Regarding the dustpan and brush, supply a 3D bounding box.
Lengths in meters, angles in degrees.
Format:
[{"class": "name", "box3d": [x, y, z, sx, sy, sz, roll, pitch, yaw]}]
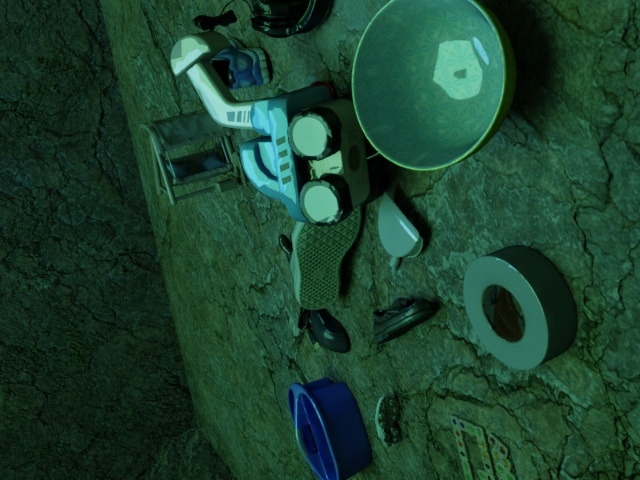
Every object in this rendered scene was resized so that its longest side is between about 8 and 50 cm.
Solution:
[{"class": "dustpan and brush", "box3d": [0.173, 0.004, 1.690, 0.147, 0.060, 0.211, 55, 145, 32]}]

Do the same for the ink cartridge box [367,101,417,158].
[{"class": "ink cartridge box", "box3d": [0.172, -0.219, 1.451, 0.209, 0.109, 0.062, -17, 92, 66]}]

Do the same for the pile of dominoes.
[{"class": "pile of dominoes", "box3d": [0.366, 0.532, 1.683, 0.196, 0.040, 0.251, 4, 112, 63]}]

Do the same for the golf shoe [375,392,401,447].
[{"class": "golf shoe", "box3d": [0.167, 0.470, 2.019, 0.086, 0.069, 0.176, -135, 36, -54]}]

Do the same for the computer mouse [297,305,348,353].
[{"class": "computer mouse", "box3d": [-0.009, 0.276, 2.238, 0.262, 0.060, 0.184, 47, 145, 42]}]

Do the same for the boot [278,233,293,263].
[{"class": "boot", "box3d": [-0.076, 0.035, 2.227, 0.114, 0.037, 0.106, 18, 137, 64]}]

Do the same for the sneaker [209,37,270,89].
[{"class": "sneaker", "box3d": [-0.273, -0.492, 2.118, 0.330, 0.147, 0.129, 26, 131, 57]}]

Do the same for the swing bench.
[{"class": "swing bench", "box3d": [-0.413, -0.282, 2.431, 0.165, 0.253, 0.254, 30, 134, 54]}]

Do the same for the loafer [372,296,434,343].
[{"class": "loafer", "box3d": [0.176, 0.174, 1.755, 0.267, 0.096, 0.084, 128, 125, -64]}]

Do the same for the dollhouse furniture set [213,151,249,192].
[{"class": "dollhouse furniture set", "box3d": [-0.198, -0.205, 2.130, 0.161, 0.182, 0.101, 14, 120, 61]}]

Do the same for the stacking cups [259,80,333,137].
[{"class": "stacking cups", "box3d": [-0.054, -0.314, 1.889, 0.316, 0.096, 0.096, -30, 80, 60]}]

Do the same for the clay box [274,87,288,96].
[{"class": "clay box", "box3d": [-0.036, -0.255, 1.796, 0.222, 0.053, 0.127, 36, 151, -1]}]

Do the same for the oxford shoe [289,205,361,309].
[{"class": "oxford shoe", "box3d": [0.000, 0.000, 1.926, 0.449, 0.169, 0.130, 100, 164, -48]}]

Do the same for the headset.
[{"class": "headset", "box3d": [-0.137, -0.574, 1.734, 0.394, 0.185, 0.243, -10, 99, 53]}]

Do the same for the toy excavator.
[{"class": "toy excavator", "box3d": [-0.114, -0.251, 1.657, 0.446, 0.222, 0.432, 2, 111, 31]}]

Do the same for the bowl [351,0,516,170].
[{"class": "bowl", "box3d": [0.209, -0.264, 1.247, 0.290, 0.156, 0.289, 9, 104, 39]}]

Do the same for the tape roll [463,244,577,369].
[{"class": "tape roll", "box3d": [0.357, 0.121, 1.365, 0.219, 0.072, 0.219, 45, 146, 44]}]

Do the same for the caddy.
[{"class": "caddy", "box3d": [0.009, 0.581, 2.284, 0.241, 0.179, 0.341, -7, 101, 66]}]
